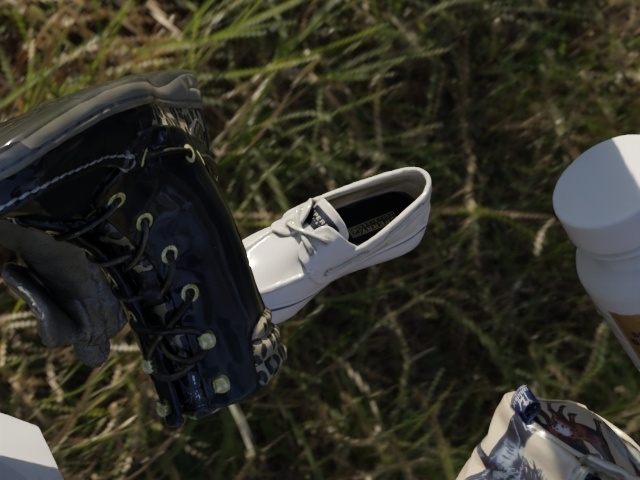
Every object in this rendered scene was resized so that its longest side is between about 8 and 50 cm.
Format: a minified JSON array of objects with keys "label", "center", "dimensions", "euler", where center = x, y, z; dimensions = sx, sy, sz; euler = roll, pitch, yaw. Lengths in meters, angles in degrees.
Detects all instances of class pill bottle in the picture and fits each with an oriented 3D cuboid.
[{"label":"pill bottle","center":[0.291,0.025,1.112],"dimensions":[0.229,0.131,0.131],"euler":[51,55,-34]}]

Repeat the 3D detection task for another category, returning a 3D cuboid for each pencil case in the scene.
[{"label":"pencil case","center":[0.153,0.343,1.273],"dimensions":[0.159,0.183,0.410],"euler":[32,98,7]}]

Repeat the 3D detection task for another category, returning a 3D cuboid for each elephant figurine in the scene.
[{"label":"elephant figurine","center":[-0.224,0.030,1.245],"dimensions":[0.186,0.169,0.240],"euler":[-58,129,-66]}]

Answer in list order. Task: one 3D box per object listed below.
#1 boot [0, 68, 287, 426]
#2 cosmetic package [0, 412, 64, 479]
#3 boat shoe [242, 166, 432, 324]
[{"label":"boot","center":[-0.090,0.012,0.656],"dimensions":[0.236,0.085,0.179],"euler":[-40,111,-71]},{"label":"cosmetic package","center":[-0.273,0.195,0.824],"dimensions":[0.224,0.224,0.138],"euler":[33,99,-38]},{"label":"boat shoe","center":[0.000,0.000,1.294],"dimensions":[0.267,0.088,0.096],"euler":[-20,59,-23]}]
